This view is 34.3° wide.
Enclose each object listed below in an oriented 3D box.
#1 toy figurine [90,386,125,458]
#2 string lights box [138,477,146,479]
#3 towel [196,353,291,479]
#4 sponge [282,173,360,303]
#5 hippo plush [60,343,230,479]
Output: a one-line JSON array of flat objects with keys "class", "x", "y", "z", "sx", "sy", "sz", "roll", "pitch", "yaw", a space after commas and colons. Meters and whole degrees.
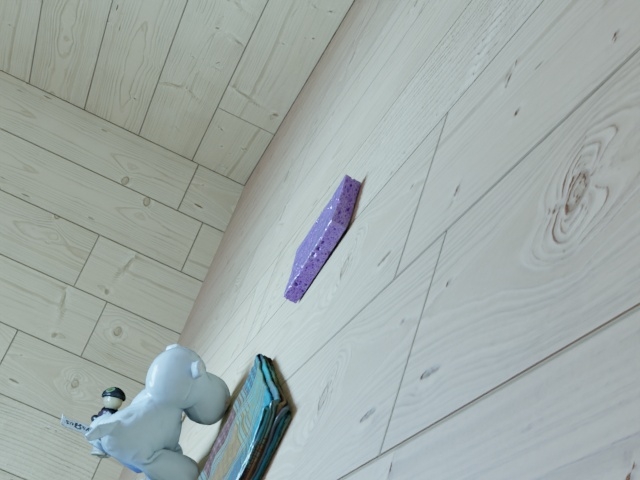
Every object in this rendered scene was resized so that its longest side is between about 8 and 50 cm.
[{"class": "toy figurine", "x": -0.470, "y": 0.469, "z": 2.604, "sx": 0.209, "sy": 0.213, "sz": 0.148, "roll": 122, "pitch": 159, "yaw": -63}, {"class": "string lights box", "x": -0.339, "y": 0.514, "z": 1.898, "sx": 0.076, "sy": 0.133, "sz": 0.259, "roll": -24, "pitch": -8, "yaw": -20}, {"class": "towel", "x": -0.129, "y": 0.319, "z": 1.531, "sx": 0.271, "sy": 0.040, "sz": 0.370, "roll": -64, "pitch": 8, "yaw": 2}, {"class": "sponge", "x": 0.000, "y": 0.000, "z": 1.682, "sx": 0.210, "sy": 0.031, "sz": 0.117, "roll": -56, "pitch": 12, "yaw": 44}, {"class": "hippo plush", "x": -0.305, "y": 0.306, "z": 1.916, "sx": 0.234, "sy": 0.294, "sz": 0.236, "roll": 9, "pitch": 62, "yaw": 53}]
